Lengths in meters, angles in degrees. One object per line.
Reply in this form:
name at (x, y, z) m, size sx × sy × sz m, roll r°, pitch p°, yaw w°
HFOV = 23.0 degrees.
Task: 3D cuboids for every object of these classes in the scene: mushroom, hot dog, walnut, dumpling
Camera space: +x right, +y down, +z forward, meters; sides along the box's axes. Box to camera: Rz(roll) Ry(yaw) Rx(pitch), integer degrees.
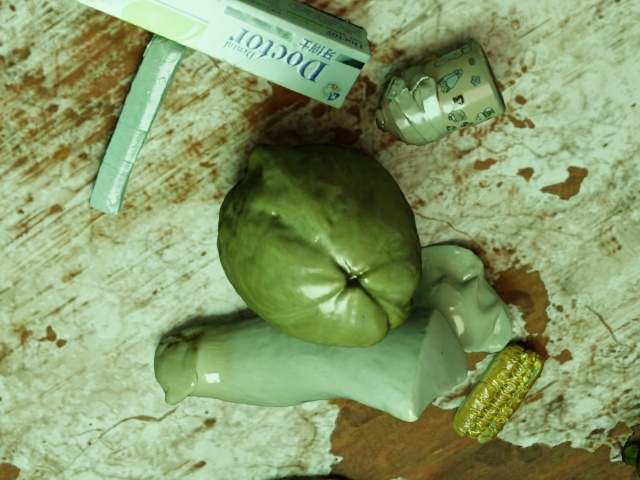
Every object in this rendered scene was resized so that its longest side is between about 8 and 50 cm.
mushroom at (-0.023, 0.150, 1.957) m, size 0.397 × 0.177 × 0.126 m, roll -2°, pitch 110°, yaw 32°
hot dog at (0.241, 0.204, 2.116) m, size 0.071 × 0.045 × 0.165 m, roll 22°, pitch 119°, yaw -18°
walnut at (0.000, 0.000, 1.818) m, size 0.227 × 0.283 × 0.283 m, roll -40°, pitch 121°, yaw -2°
dumpling at (0.161, 0.072, 2.000) m, size 0.169 × 0.100 × 0.134 m, roll 12°, pitch 93°, yaw 20°

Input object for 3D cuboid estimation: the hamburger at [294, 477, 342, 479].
hamburger at (-0.007, 0.462, 2.165) m, size 0.245 × 0.211 × 0.260 m, roll -36°, pitch 116°, yaw 9°

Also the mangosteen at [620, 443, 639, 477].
mangosteen at (0.513, 0.289, 2.138) m, size 0.230 × 0.194 × 0.194 m, roll -2°, pitch 128°, yaw 26°

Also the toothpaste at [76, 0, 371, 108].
toothpaste at (-0.108, -0.253, 1.761) m, size 0.336 × 0.067 × 0.081 m, roll 21°, pitch 121°, yaw -19°

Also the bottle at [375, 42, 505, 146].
bottle at (0.131, -0.164, 1.834) m, size 0.152 × 0.099 × 0.099 m, roll -20°, pitch 123°, yaw 10°

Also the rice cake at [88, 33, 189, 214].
rice cake at (-0.214, -0.137, 1.836) m, size 0.045 × 0.042 × 0.245 m, roll 25°, pitch 119°, yaw -4°
